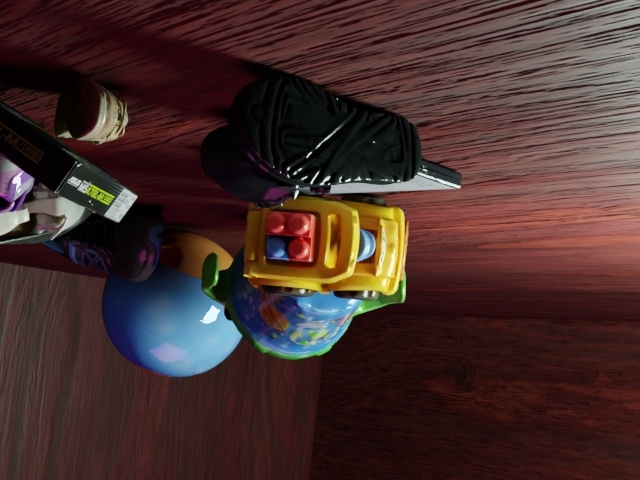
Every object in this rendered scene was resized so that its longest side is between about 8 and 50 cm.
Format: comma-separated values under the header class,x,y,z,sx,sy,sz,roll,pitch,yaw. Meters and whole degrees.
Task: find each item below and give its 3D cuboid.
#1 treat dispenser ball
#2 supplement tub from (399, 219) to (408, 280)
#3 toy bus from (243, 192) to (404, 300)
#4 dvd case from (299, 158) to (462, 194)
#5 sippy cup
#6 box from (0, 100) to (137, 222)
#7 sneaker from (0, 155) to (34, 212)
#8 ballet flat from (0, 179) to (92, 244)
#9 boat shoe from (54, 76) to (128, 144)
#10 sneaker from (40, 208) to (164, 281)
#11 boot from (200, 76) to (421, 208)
class,x,y,z,sx,sy,sz,roll,pitch,yaw
treat dispenser ball,-0.283,0.124,2.269,0.288,0.288,0.288,6,173,1
supplement tub,0.033,0.006,1.723,0.190,0.117,0.117,6,173,5
toy bus,0.000,0.000,1.546,0.220,0.149,0.211,5,175,5
dvd case,0.017,-0.085,1.393,0.253,0.022,0.180,0,171,43
sippy cup,-0.023,0.065,1.915,0.305,0.240,0.224,-32,175,-22
box,-0.294,-0.096,1.182,0.184,0.045,0.191,37,179,12
sneaker,-0.395,-0.084,1.431,0.095,0.104,0.236,5,176,-15
ballet flat,-0.394,-0.034,1.547,0.280,0.095,0.096,-22,-161,-40
boat shoe,-0.219,-0.126,1.142,0.059,0.063,0.170,7,-177,-24
sneaker,-0.389,0.003,2.059,0.140,0.125,0.341,16,167,-31
boot,-0.051,-0.087,1.132,0.207,0.094,0.246,-5,173,42
